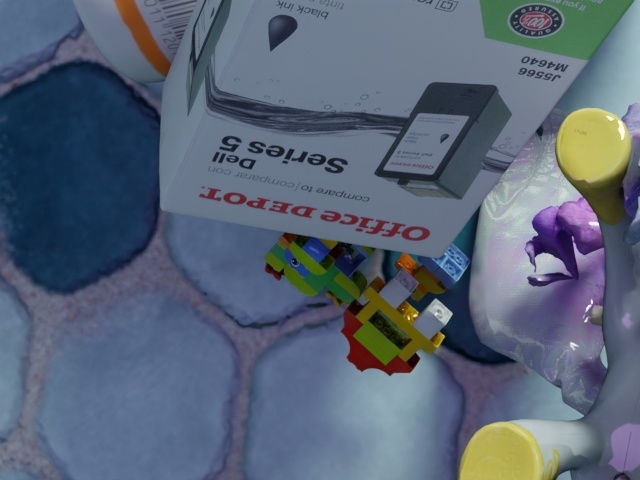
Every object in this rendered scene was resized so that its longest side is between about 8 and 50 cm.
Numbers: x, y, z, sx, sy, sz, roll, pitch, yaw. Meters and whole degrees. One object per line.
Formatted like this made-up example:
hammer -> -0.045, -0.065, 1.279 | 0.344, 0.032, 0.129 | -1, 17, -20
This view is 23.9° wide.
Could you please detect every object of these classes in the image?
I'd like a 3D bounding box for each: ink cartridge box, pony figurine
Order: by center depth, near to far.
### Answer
ink cartridge box -> 0.033, -0.119, 0.898 | 0.198, 0.273, 0.115 | 10, 53, -17
pony figurine -> 0.200, 0.066, 0.917 | 0.303, 0.363, 0.351 | 12, 72, 20

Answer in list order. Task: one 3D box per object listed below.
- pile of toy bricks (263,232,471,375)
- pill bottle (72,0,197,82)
pile of toy bricks -> 0.000, 0.000, 1.069 | 0.212, 0.118, 0.105 | 43, 127, -1
pill bottle -> 0.033, -0.250, 1.007 | 0.392, 0.224, 0.224 | -11, 83, 11
